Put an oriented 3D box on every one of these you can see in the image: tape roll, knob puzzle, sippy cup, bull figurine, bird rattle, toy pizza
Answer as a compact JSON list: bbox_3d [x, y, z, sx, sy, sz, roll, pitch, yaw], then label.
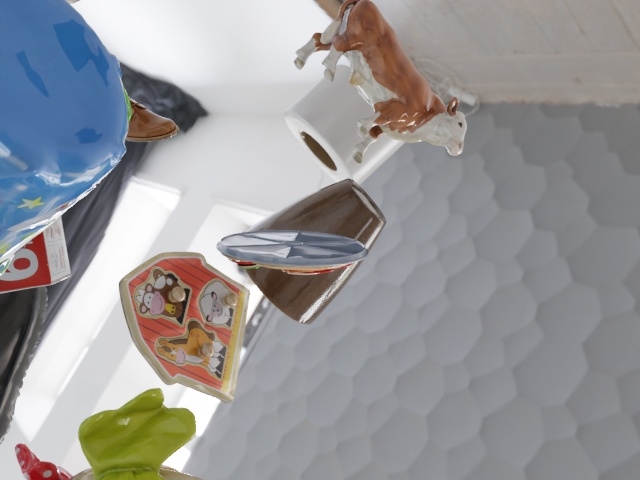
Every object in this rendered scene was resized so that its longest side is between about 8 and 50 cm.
[{"bbox_3d":[0.056,-0.262,1.634,0.246,0.169,0.246,45,172,9],"label":"tape roll"},{"bbox_3d":[-0.169,0.093,0.894,0.030,0.213,0.213,-26,132,37],"label":"knob puzzle"},{"bbox_3d":[-0.273,-0.080,0.515,0.224,0.305,0.240,-22,133,30],"label":"sippy cup"},{"bbox_3d":[0.104,-0.244,1.140,0.310,0.188,0.101,55,156,-2],"label":"bull figurine"},{"bbox_3d":[-0.204,0.275,0.723,0.207,0.143,0.253,31,128,-29],"label":"bird rattle"},{"bbox_3d":[-0.037,0.018,0.924,0.201,0.032,0.201,3,-169,-1],"label":"toy pizza"}]

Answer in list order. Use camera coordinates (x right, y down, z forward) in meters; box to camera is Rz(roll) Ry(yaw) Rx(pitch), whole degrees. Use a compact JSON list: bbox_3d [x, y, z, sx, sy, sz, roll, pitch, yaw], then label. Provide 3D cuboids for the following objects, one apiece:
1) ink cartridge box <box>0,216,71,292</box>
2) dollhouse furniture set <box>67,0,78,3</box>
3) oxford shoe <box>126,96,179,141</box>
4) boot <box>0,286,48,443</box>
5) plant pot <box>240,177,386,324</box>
[{"bbox_3d":[-0.510,-0.073,0.939,0.272,0.309,0.130,-10,-176,-8],"label":"ink cartridge box"},{"bbox_3d":[-0.391,-0.301,0.898,0.151,0.123,0.144,13,-178,-35],"label":"dollhouse furniture set"},{"bbox_3d":[-0.374,-0.247,1.377,0.212,0.076,0.076,17,131,21],"label":"oxford shoe"},{"bbox_3d":[-0.673,0.110,1.116,0.146,0.367,0.445,-20,143,24],"label":"boot"},{"bbox_3d":[0.000,0.000,1.283,0.215,0.230,0.215,46,-165,-16],"label":"plant pot"}]
